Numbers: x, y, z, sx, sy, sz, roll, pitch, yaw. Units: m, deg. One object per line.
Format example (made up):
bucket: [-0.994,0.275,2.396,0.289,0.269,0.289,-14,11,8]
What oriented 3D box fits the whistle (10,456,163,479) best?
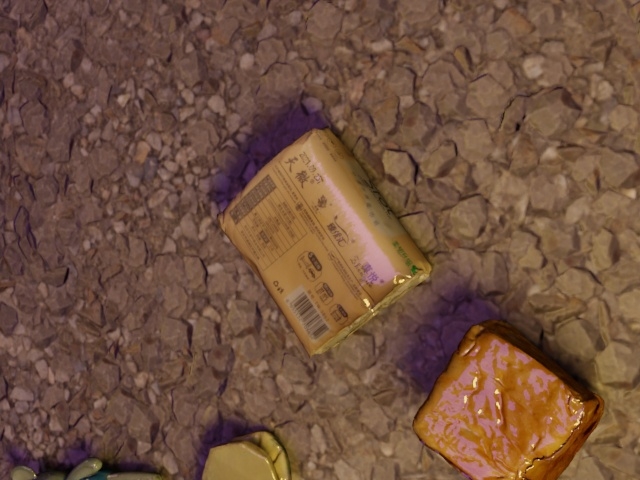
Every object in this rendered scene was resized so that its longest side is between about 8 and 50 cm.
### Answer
whistle: [-0.319,0.348,1.273,0.236,0.077,0.113,-11,106,22]

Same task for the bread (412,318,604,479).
bread: [0.200,0.178,0.982,0.158,0.149,0.143,37,103,19]

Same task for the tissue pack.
tissue pack: [0.000,0.000,1.100,0.186,0.090,0.222,-41,74,23]

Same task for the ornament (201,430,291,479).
ornament: [-0.099,0.352,1.180,0.180,0.059,0.201,-21,85,29]
